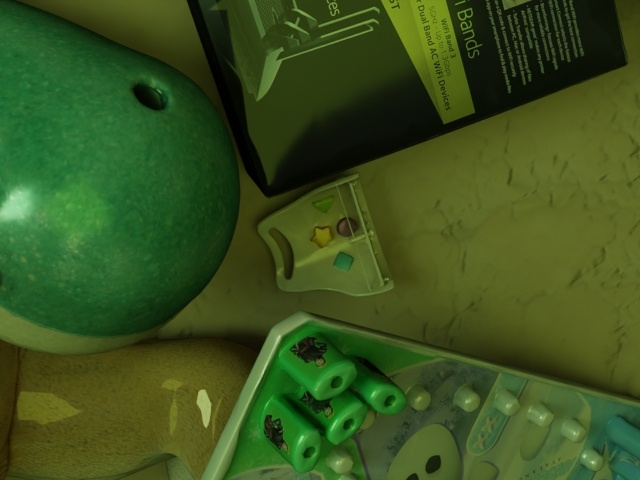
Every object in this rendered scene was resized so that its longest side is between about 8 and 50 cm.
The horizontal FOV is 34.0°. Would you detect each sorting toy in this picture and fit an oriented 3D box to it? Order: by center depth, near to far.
[{"bbox_3d":[0.000,0.000,0.694,0.075,0.045,0.083,-18,109,0],"label":"sorting toy"}]

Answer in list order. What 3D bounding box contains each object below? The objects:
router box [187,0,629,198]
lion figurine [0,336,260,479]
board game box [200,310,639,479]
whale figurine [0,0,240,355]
[{"bbox_3d":[0.026,-0.211,0.619,0.243,0.081,0.308,-20,108,-7],"label":"router box"},{"bbox_3d":[-0.145,0.110,0.657,0.392,0.142,0.240,10,95,-29],"label":"lion figurine"},{"bbox_3d":[0.055,0.265,0.698,0.390,0.050,0.389,18,101,-39],"label":"board game box"},{"bbox_3d":[-0.155,-0.072,0.555,0.272,0.216,0.141,49,129,1],"label":"whale figurine"}]
